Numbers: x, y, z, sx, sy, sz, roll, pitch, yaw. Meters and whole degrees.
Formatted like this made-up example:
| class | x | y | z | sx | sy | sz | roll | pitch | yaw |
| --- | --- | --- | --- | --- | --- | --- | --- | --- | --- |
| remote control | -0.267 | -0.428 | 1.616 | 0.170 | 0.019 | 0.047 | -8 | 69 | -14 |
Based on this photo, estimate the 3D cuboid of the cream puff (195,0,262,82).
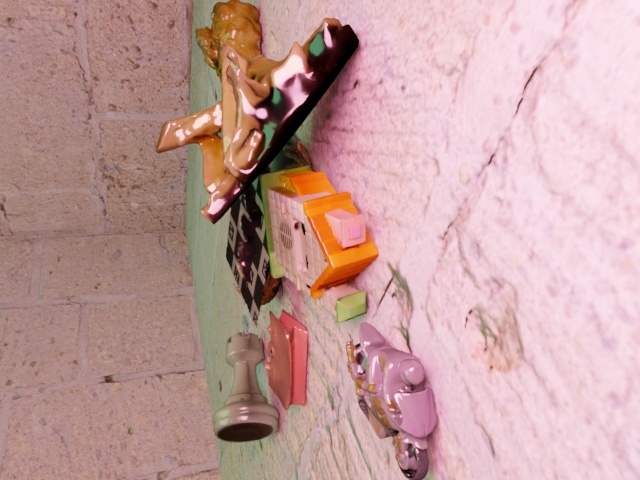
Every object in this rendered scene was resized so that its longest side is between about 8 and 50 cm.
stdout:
| class | x | y | z | sx | sy | sz | roll | pitch | yaw |
| --- | --- | --- | --- | --- | --- | --- | --- | --- | --- |
| cream puff | -0.284 | -0.587 | 1.412 | 0.282 | 0.185 | 0.282 | -179 | 90 | -68 |

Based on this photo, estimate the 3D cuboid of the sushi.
| class | x | y | z | sx | sy | sz | roll | pitch | yaw |
| --- | --- | --- | --- | --- | --- | --- | --- | --- | --- |
| sushi | -0.133 | -0.020 | 1.151 | 0.296 | 0.100 | 0.373 | 55 | 141 | 45 |

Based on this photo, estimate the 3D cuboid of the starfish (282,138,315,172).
| class | x | y | z | sx | sy | sz | roll | pitch | yaw |
| --- | --- | --- | --- | --- | --- | --- | --- | --- | --- |
| starfish | -0.043 | -0.139 | 1.022 | 0.208 | 0.053 | 0.176 | -144 | 47 | -65 |

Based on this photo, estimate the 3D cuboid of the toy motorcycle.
| class | x | y | z | sx | sy | sz | roll | pitch | yaw |
| --- | --- | --- | --- | --- | --- | --- | --- | --- | --- |
| toy motorcycle | 0.101 | 0.209 | 0.664 | 0.225 | 0.073 | 0.152 | -121 | 36 | -48 |

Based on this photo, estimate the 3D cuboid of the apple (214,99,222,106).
| class | x | y | z | sx | sy | sz | roll | pitch | yaw |
| --- | --- | --- | --- | --- | --- | --- | --- | --- | --- |
| apple | -0.239 | -0.319 | 1.374 | 0.201 | 0.162 | 0.201 | 177 | 90 | -81 |

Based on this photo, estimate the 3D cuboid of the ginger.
| class | x | y | z | sx | sy | sz | roll | pitch | yaw |
| --- | --- | --- | --- | --- | --- | --- | --- | --- | --- |
| ginger | -0.146 | -0.235 | 0.823 | 0.413 | 0.211 | 0.358 | -43 | 14 | 42 |

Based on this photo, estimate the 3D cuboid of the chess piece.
| class | x | y | z | sx | sy | sz | roll | pitch | yaw |
| --- | --- | --- | --- | --- | --- | --- | --- | --- | --- |
| chess piece | -0.232 | 0.443 | 1.437 | 0.194 | 0.194 | 0.299 | 111 | 157 | -46 |

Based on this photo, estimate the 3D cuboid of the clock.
| class | x | y | z | sx | sy | sz | roll | pitch | yaw |
| --- | --- | --- | --- | --- | --- | --- | --- | --- | --- |
| clock | 0.000 | 0.000 | 0.843 | 0.255 | 0.106 | 0.220 | 30 | 130 | 54 |

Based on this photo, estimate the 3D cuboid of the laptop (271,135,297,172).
| class | x | y | z | sx | sy | sz | roll | pitch | yaw |
| --- | --- | --- | --- | --- | --- | --- | --- | --- | --- |
| laptop | -0.096 | -0.162 | 1.207 | 0.188 | 0.015 | 0.269 | -115 | 30 | -44 |

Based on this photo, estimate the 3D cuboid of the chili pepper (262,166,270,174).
| class | x | y | z | sx | sy | sz | roll | pitch | yaw |
| --- | --- | --- | --- | --- | --- | --- | --- | --- | --- |
| chili pepper | -0.218 | -0.155 | 1.411 | 0.253 | 0.099 | 0.083 | 121 | 150 | -55 |

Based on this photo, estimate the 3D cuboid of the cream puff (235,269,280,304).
| class | x | y | z | sx | sy | sz | roll | pitch | yaw |
| --- | --- | --- | --- | --- | --- | --- | --- | --- | --- |
| cream puff | -0.167 | 0.124 | 1.297 | 0.104 | 0.133 | 0.119 | 38 | 102 | 13 |

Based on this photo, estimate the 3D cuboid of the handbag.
| class | x | y | z | sx | sy | sz | roll | pitch | yaw |
| --- | --- | --- | --- | --- | --- | --- | --- | --- | --- |
| handbag | -0.090 | 0.296 | 1.171 | 0.157 | 0.059 | 0.212 | 26 | 117 | 58 |
